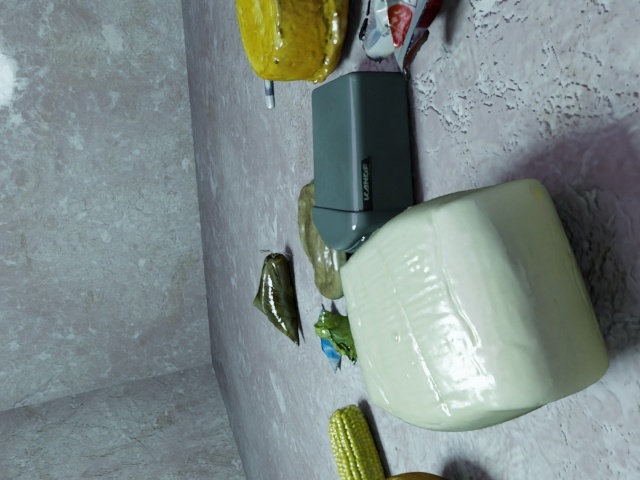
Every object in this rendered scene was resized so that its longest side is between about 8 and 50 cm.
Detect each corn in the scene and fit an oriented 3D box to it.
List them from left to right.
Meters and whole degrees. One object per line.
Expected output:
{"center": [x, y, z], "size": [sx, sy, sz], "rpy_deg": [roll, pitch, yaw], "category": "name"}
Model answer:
{"center": [0.074, 0.417, 0.895], "size": [0.081, 0.081, 0.249], "rpy_deg": [118, 140, -59], "category": "corn"}

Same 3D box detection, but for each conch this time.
{"center": [0.033, 0.174, 0.911], "size": [0.121, 0.074, 0.089], "rpy_deg": [63, -173, -13], "category": "conch"}

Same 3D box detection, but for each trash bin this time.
{"center": [0.054, -0.102, 0.712], "size": [0.176, 0.101, 0.237], "rpy_deg": [-159, 65, -69], "category": "trash bin"}

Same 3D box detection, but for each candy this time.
{"center": [0.016, 0.202, 1.030], "size": [0.088, 0.038, 0.136], "rpy_deg": [-116, 16, -46], "category": "candy"}

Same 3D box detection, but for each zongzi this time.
{"center": [-0.087, 0.136, 1.242], "size": [0.184, 0.084, 0.187], "rpy_deg": [46, 138, 36], "category": "zongzi"}

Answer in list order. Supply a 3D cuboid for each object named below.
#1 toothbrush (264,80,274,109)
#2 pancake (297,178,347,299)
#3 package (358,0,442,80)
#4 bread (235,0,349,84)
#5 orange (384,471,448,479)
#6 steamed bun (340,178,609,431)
{"center": [-0.127, -0.447, 1.160], "size": [0.024, 0.026, 0.288], "rpy_deg": [6, 109, 27], "category": "toothbrush"}
{"center": [-0.001, 0.000, 0.982], "size": [0.222, 0.042, 0.237], "rpy_deg": [129, 130, -69], "category": "pancake"}
{"center": [0.104, -0.317, 0.538], "size": [0.194, 0.071, 0.270], "rpy_deg": [50, 131, 51], "category": "package"}
{"center": [-0.046, -0.367, 0.802], "size": [0.268, 0.145, 0.269], "rpy_deg": [167, 90, -71], "category": "bread"}
{"center": [0.122, 0.408, 0.610], "size": [0.249, 0.183, 0.249], "rpy_deg": [169, 90, -70], "category": "orange"}
{"center": [0.134, 0.065, 0.474], "size": [0.250, 0.154, 0.200], "rpy_deg": [-37, 66, 61], "category": "steamed bun"}
